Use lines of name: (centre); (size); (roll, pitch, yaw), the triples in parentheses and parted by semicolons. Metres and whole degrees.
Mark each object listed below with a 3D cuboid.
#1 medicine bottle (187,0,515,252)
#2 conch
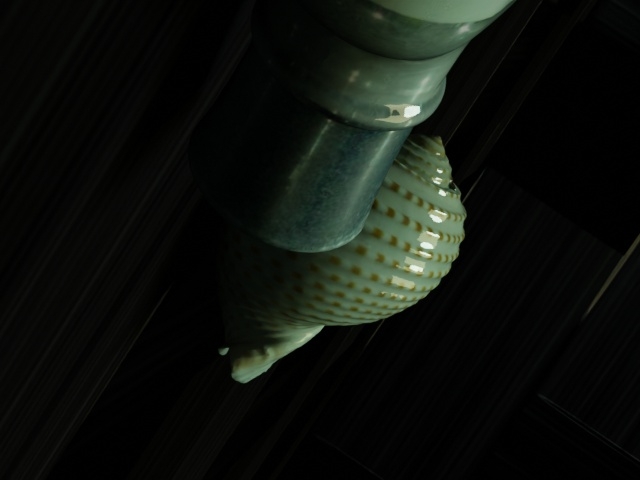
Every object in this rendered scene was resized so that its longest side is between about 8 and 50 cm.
medicine bottle: (0.032, -0.080, 0.347); (0.090, 0.053, 0.208); (-53, 175, -49)
conch: (-0.001, -0.004, 0.547); (0.085, 0.057, 0.076); (-27, -163, 7)
